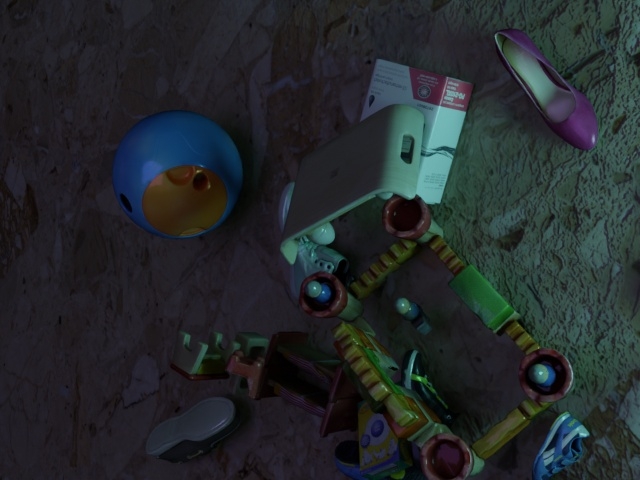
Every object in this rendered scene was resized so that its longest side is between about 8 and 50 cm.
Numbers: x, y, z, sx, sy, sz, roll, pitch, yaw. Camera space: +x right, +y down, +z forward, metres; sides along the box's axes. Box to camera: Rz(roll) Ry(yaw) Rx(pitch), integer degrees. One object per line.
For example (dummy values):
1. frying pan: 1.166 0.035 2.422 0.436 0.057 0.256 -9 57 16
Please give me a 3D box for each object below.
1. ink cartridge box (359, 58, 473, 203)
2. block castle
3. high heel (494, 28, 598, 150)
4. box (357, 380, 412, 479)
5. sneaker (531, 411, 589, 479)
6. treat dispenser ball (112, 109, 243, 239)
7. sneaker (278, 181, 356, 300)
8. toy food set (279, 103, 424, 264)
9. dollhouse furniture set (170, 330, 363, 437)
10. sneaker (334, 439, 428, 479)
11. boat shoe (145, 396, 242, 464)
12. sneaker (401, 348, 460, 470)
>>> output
1. ink cartridge box: 0.166 -0.205 1.584 0.172 0.100 0.237 25 106 38
2. block castle: 0.188 0.166 1.442 0.303 0.213 0.453 -43 62 9
3. high heel: 0.376 -0.255 1.399 0.082 0.117 0.244 -35 68 34
4. box: 0.123 0.362 1.617 0.105 0.043 0.179 -34 39 34
5. sneaker: 0.406 0.365 1.417 0.059 0.053 0.144 31 110 33
6. treat dispenser ball: -0.316 -0.146 1.861 0.288 0.288 0.288 0 90 40
7. sneaker: 0.000 0.000 1.723 0.151 0.094 0.256 -2 98 45
8. toy food set: 0.057 -0.097 1.516 0.306 0.092 0.220 -28 36 37
9. dollhouse furniture set: -0.095 0.281 1.628 0.201 0.374 0.152 21 98 39
10. sneaker: 0.125 0.462 1.652 0.209 0.069 0.082 13 134 29
11. boat shoe: -0.284 0.453 1.964 0.305 0.091 0.109 -28 35 34
12. sneaker: 0.214 0.319 1.577 0.097 0.084 0.235 -10 83 14
